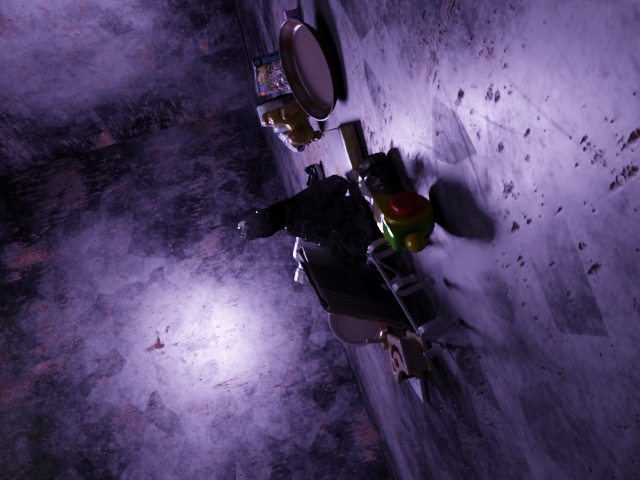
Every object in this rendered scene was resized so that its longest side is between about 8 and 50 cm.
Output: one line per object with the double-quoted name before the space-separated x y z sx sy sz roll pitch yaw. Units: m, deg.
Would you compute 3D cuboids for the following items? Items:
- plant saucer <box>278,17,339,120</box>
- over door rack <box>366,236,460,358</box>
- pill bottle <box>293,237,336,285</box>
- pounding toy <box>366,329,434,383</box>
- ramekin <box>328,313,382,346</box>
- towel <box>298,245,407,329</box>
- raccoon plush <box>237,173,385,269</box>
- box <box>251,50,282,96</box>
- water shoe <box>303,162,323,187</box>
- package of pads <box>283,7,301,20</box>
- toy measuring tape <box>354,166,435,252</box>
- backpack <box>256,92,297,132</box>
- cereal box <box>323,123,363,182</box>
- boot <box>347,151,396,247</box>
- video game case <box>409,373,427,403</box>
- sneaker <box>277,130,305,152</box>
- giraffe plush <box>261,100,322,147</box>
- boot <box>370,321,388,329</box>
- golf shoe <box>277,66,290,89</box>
"plant saucer" -0.030 -0.518 1.611 0.310 0.050 0.310 50 156 31
"over door rack" 0.227 0.134 1.274 0.239 0.108 0.324 61 -178 25
"pill bottle" 0.000 0.000 1.898 0.176 0.176 0.318 -153 74 -80
"pounding toy" 0.227 0.360 1.602 0.269 0.155 0.154 153 107 -82
"ramekin" 0.138 0.296 1.993 0.109 0.207 0.207 65 -176 -72
"towel" 0.092 0.154 1.705 0.056 0.324 0.312 -57 34 24
"raccoon plush" -0.020 0.002 1.631 0.299 0.446 0.216 61 152 0
"box" -0.195 -0.691 2.207 0.233 0.159 0.044 100 151 -75
"water shoe" -0.023 -0.240 2.323 0.073 0.080 0.203 -120 14 -59
"package of pads" -0.089 -0.724 1.770 0.032 0.050 0.083 -127 21 -68
"toy measuring tape" 0.172 -0.081 1.182 0.330 0.121 0.121 -112 8 -53
"backpack" -0.161 -0.519 2.180 0.166 0.188 0.144 -170 69 -75
"cereal box" 0.078 -0.266 1.649 0.240 0.047 0.173 -141 32 -75
"boot" 0.156 -0.076 1.368 0.263 0.091 0.229 99 152 -70
"video game case" 0.306 0.436 1.767 0.157 0.019 0.143 -121 15 -59
"sneaker" -0.102 -0.463 2.399 0.131 0.112 0.296 52 177 -16
"giraffe plush" -0.093 -0.435 2.023 0.181 0.210 0.170 4 120 56
"boot" 0.159 0.192 1.882 0.220 0.109 0.283 35 -165 -3
"golf shoe" -0.079 -0.571 1.808 0.273 0.120 0.105 138 115 -80
